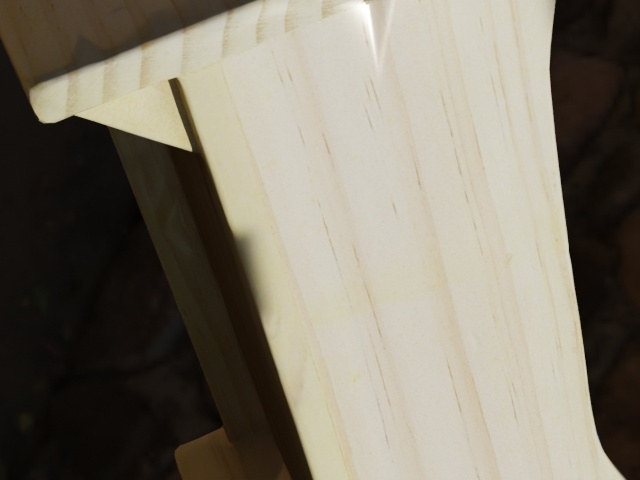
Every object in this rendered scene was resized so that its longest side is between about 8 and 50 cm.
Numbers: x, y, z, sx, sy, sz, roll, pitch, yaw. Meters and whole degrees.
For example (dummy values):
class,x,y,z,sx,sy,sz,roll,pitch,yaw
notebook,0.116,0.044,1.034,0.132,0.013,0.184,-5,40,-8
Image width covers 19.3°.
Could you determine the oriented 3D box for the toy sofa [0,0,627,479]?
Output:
class,x,y,z,sx,sy,sz,roll,pitch,yaw
toy sofa,0.000,0.000,0.736,0.150,0.177,0.362,-120,-170,-46
